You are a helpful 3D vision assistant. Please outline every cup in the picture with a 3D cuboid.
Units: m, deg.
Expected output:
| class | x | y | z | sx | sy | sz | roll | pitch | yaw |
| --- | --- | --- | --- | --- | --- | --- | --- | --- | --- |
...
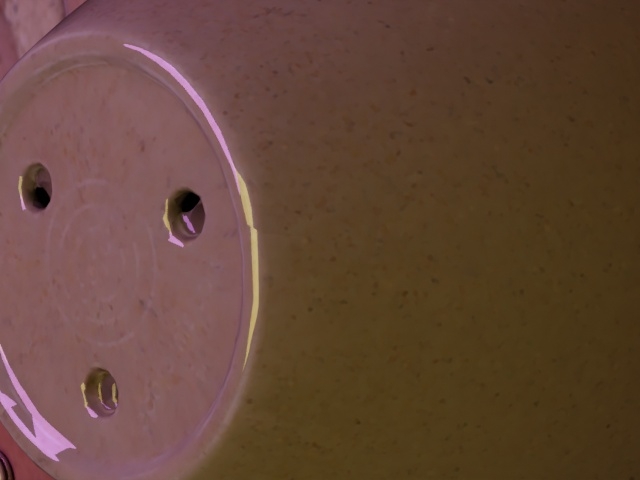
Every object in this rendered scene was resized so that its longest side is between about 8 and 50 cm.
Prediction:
| class | x | y | z | sx | sy | sz | roll | pitch | yaw |
| --- | --- | --- | --- | --- | --- | --- | --- | --- | --- |
| cup | 0.000 | 0.000 | 0.766 | 0.331 | 0.237 | 0.331 | 4 | 96 | 43 |

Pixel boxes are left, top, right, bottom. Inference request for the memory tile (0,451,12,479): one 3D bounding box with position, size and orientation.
| class | x | y | z | sx | sy | sz | roll | pitch | yaw |
| --- | --- | --- | --- | --- | --- | --- | --- | --- | --- |
| memory tile | -0.231 | 0.165 | 1.150 | 0.148 | 0.012 | 0.113 | 9 | 100 | 43 |
